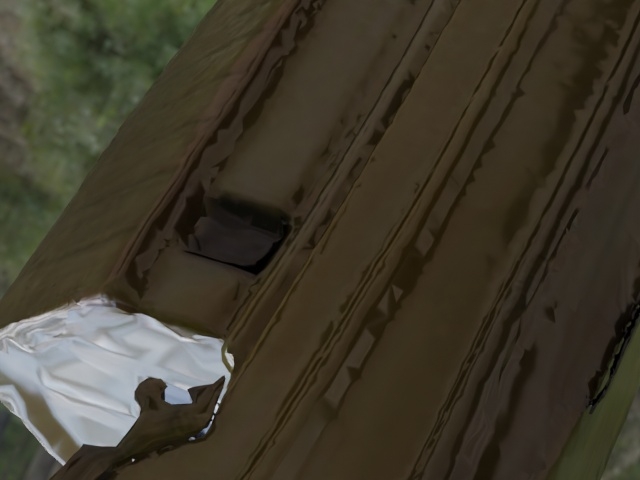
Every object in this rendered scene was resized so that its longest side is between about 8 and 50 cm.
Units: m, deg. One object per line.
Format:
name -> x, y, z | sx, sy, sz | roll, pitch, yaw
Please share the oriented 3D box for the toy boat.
toy boat -> 0.027, -0.016, 0.500 | 0.162, 0.445, 0.136 | 20, 140, 15
